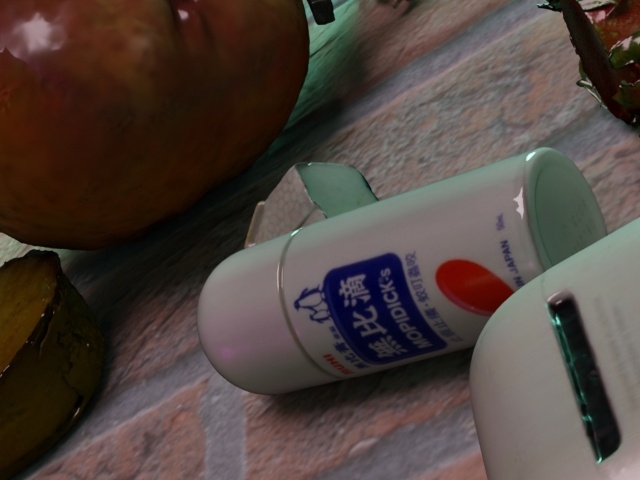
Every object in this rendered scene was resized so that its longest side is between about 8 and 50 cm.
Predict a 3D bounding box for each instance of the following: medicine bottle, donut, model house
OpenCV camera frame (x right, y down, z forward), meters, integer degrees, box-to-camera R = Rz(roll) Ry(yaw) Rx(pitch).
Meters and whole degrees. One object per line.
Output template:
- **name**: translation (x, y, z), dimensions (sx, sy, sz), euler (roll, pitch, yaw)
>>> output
- **medicine bottle**: translation (0.048, 0.035, 1.195), dimensions (0.341, 0.130, 0.130), euler (-17, 39, 35)
- **donut**: translation (-0.323, 0.142, 1.517), dimensions (0.272, 0.107, 0.272), euler (-34, 28, 21)
- **model house**: translation (0.000, 0.000, 1.354), dimensions (0.100, 0.087, 0.101), euler (-51, 56, 33)

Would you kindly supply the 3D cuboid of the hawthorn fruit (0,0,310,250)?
- **hawthorn fruit**: translation (-0.249, -0.187, 1.559), dimensions (0.471, 0.472, 0.472), euler (-29, 33, 21)

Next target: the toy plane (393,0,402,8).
- **toy plane**: translation (0.075, -0.282, 1.660), dimensions (0.049, 0.031, 0.120), euler (-48, 28, 1)

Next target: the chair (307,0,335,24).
- **chair**: translation (0.028, -0.416, 1.662), dimensions (0.240, 0.203, 0.416), euler (-21, 30, -7)

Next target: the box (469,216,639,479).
- **box**: translation (0.254, 0.078, 0.896), dimensions (0.349, 0.141, 0.289), euler (-32, 33, 17)

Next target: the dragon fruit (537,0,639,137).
- **dragon fruit**: translation (0.257, -0.150, 1.223), dimensions (0.175, 0.138, 0.142), euler (1, 86, 12)
